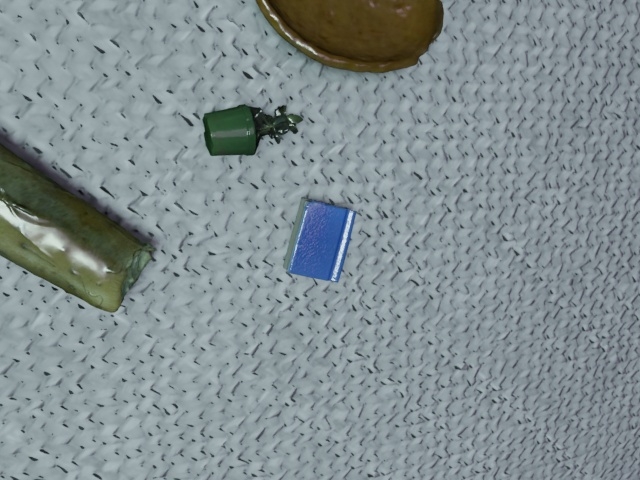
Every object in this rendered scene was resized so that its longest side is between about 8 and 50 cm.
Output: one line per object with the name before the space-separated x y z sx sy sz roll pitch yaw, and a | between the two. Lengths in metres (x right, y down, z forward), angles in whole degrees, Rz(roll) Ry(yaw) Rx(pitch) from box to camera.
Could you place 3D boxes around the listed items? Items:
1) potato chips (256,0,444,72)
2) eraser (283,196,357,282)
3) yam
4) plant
potato chips | 0.029 -0.242 0.447 0.201 0.049 0.150 -5 99 -16
eraser | 0.000 0.000 0.501 0.063 0.027 0.085 13 97 -19
yam | -0.306 -0.069 0.360 0.371 0.083 0.083 40 87 -21
plant | -0.062 -0.110 0.445 0.102 0.051 0.051 -14 106 -21
